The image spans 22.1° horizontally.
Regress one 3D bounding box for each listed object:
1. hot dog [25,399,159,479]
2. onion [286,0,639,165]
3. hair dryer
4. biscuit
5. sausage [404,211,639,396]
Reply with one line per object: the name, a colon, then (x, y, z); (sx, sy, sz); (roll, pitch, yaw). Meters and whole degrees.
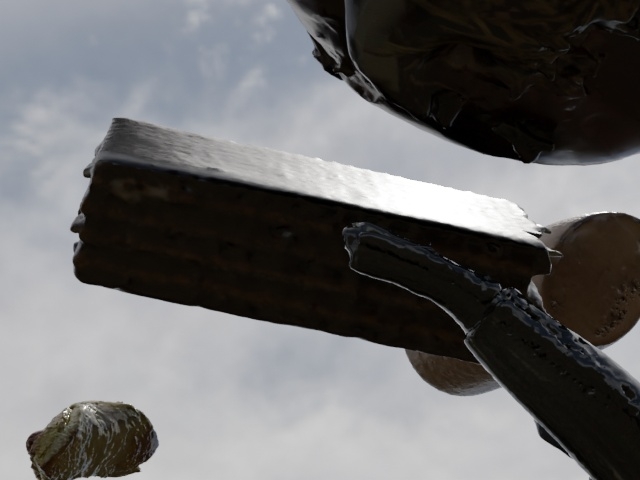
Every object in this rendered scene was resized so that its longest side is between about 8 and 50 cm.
hot dog: (-0.210, 0.175, 1.450); (0.169, 0.061, 0.078); (7, -75, -61)
onion: (0.106, -0.173, 0.755); (0.314, 0.232, 0.314); (9, -42, 8)
hair dryer: (0.075, 0.082, 0.512); (0.219, 0.075, 0.195); (48, -61, -2)
biscuit: (0.000, 0.000, 0.853); (0.252, 0.106, 0.070); (11, -75, -6)
sausage: (0.184, 0.058, 1.453); (0.123, 0.123, 0.253); (12, -22, -24)
